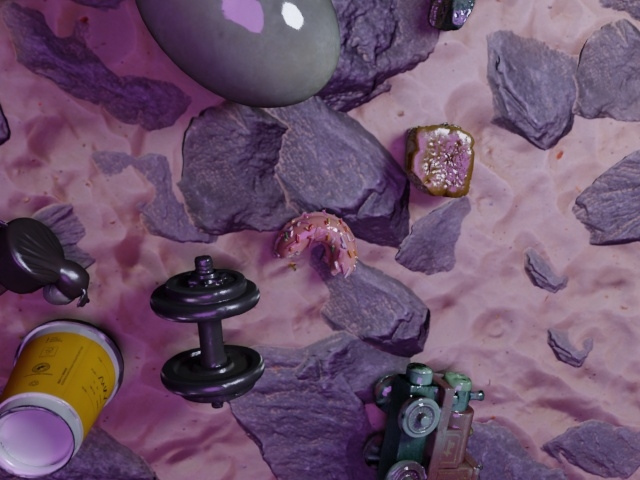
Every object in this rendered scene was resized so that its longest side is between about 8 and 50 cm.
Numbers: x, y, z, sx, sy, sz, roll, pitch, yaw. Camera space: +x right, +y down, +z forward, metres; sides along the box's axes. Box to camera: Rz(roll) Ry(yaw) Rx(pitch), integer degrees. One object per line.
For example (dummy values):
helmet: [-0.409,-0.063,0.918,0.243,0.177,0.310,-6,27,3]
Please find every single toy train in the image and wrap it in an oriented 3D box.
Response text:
toy train: [0.219,0.394,1.350,0.222,0.150,0.304,5,101,-21]

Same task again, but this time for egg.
egg: [-0.127,-0.358,1.042,0.352,0.258,0.258,43,94,-17]

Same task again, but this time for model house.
model house: [0.234,-0.414,1.177,0.066,0.083,0.078,15,102,-11]

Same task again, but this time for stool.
stool: [-0.499,0.049,1.156,0.121,0.125,0.217,-31,126,17]

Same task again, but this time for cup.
cup: [-0.450,0.263,1.132,0.197,0.279,0.196,-2,109,-6]

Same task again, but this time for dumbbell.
dumbbell: [-0.199,0.167,1.193,0.192,0.192,0.289,-5,105,-8]

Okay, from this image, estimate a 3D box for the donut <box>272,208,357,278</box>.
donut: [0.000,0.000,1.249,0.166,0.065,0.116,9,103,-13]

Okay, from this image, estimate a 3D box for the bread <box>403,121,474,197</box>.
bread: [0.219,-0.150,1.247,0.128,0.069,0.140,0,103,-8]
